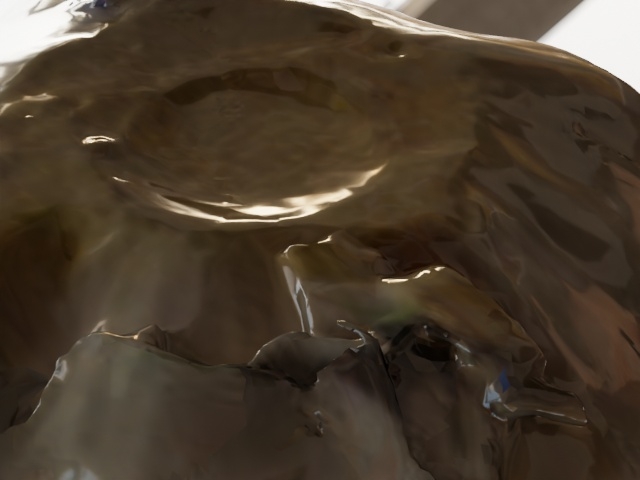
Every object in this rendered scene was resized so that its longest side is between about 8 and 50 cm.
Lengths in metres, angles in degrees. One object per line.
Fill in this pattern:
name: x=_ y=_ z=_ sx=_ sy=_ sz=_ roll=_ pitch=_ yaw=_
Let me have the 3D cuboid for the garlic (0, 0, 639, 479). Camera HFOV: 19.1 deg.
garlic: x=-0.025 y=0.040 z=0.555 sx=0.322 sy=0.241 sz=0.322 roll=25 pitch=-156 yaw=-12
